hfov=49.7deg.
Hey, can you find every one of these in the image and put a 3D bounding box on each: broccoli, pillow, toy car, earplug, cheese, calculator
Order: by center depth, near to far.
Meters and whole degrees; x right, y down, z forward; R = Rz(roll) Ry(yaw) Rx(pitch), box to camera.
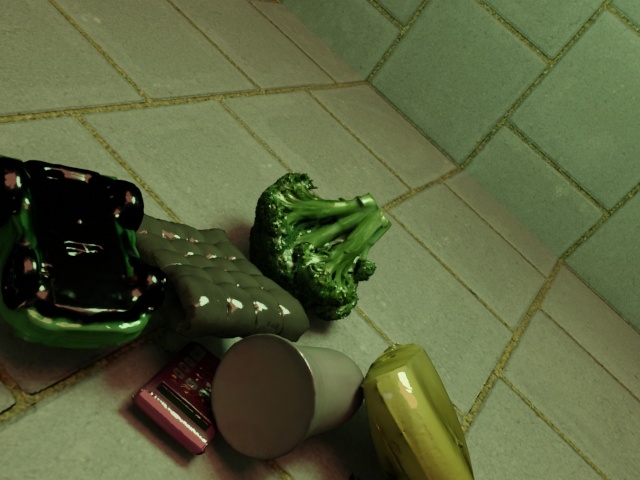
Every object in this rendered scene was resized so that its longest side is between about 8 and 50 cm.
[{"bbox_3d":[-0.372,0.008,0.996,0.213,0.176,0.359,8,45,-41],"label":"toy car"},{"bbox_3d":[-0.188,0.230,1.028,0.126,0.034,0.190,39,23,2],"label":"calculator"},{"bbox_3d":[-0.015,0.238,1.087,0.172,0.172,0.301,53,16,24],"label":"earplug"},{"bbox_3d":[-0.191,0.059,1.115,0.228,0.101,0.326,11,21,-42],"label":"pillow"},{"bbox_3d":[0.175,0.332,1.135,0.316,0.128,0.259,69,21,3],"label":"cheese"},{"bbox_3d":[0.000,0.000,1.347,0.308,0.275,0.308,57,11,-17],"label":"broccoli"}]

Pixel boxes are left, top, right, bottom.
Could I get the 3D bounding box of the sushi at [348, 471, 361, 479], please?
[{"bbox_3d":[0.085,0.428,1.067,0.126,0.026,0.120,39,29,0],"label":"sushi"}]
